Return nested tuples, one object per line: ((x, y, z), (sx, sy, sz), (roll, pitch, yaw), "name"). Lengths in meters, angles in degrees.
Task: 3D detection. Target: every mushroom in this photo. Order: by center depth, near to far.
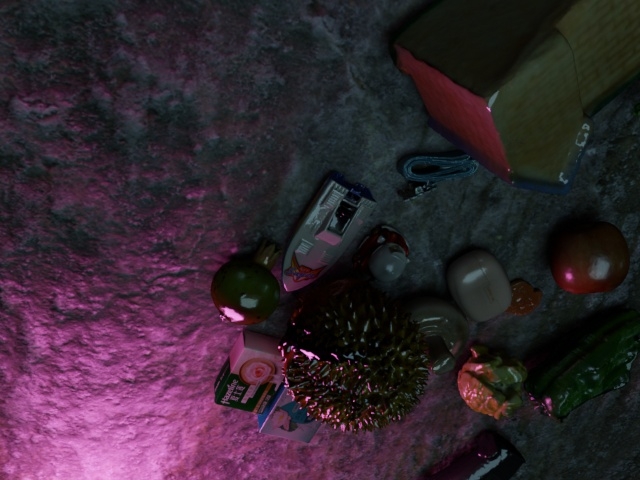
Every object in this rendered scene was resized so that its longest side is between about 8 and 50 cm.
((0.272, 0.248, 1.443), (0.208, 0.215, 0.207), (-3, 117, -6), "mushroom")

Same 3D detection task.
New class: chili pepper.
((0.732, 0.341, 1.635), (0.385, 0.167, 0.213), (-35, 136, -5), "chili pepper")

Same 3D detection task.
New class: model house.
((0.401, -0.314, 1.118), (0.382, 0.334, 0.342), (-39, 132, 2), "model house")

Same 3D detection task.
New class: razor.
((0.470, 0.737, 1.830), (0.327, 0.107, 0.189), (-43, 120, 12), "razor")

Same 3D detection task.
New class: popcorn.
((0.466, 0.379, 1.599), (0.186, 0.167, 0.187), (26, 76, 1), "popcorn")

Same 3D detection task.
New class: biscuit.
((0.523, 0.151, 1.557), (0.131, 0.019, 0.102), (20, 114, -22), "biscuit")

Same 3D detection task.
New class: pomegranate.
((-0.156, 0.094, 1.315), (0.159, 0.159, 0.205), (36, 82, -27), "pomegranate")

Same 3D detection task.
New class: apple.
((0.654, 0.044, 1.439), (0.181, 0.181, 0.168), (-18, 99, -1), "apple")

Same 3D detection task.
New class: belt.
((0.261, -0.148, 1.307), (0.180, 0.065, 0.099), (-8, 111, -7), "belt")

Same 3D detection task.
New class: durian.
((0.069, 0.246, 1.304), (0.348, 0.384, 0.347), (-9, 121, -15), "durian")

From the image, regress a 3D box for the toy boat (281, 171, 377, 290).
((0.000, 0.000, 1.318), (0.129, 0.088, 0.295), (25, 111, -24), "toy boat")

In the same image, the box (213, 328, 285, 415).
((-0.170, 0.332, 1.478), (0.135, 0.081, 0.199), (19, 112, -21), "box")

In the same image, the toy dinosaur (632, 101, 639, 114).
((0.868, -0.380, 1.235), (0.500, 0.144, 0.374), (-36, 140, -5), "toy dinosaur")

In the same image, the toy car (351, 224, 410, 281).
((0.146, 0.049, 1.364), (0.112, 0.112, 0.139), (37, 105, -28), "toy car")

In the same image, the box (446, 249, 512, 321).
((0.397, 0.114, 1.468), (0.146, 0.088, 0.200), (-30, 122, 5), "box")

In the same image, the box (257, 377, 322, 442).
((-0.049, 0.401, 1.534), (0.153, 0.092, 0.244), (20, 114, -21), "box")
